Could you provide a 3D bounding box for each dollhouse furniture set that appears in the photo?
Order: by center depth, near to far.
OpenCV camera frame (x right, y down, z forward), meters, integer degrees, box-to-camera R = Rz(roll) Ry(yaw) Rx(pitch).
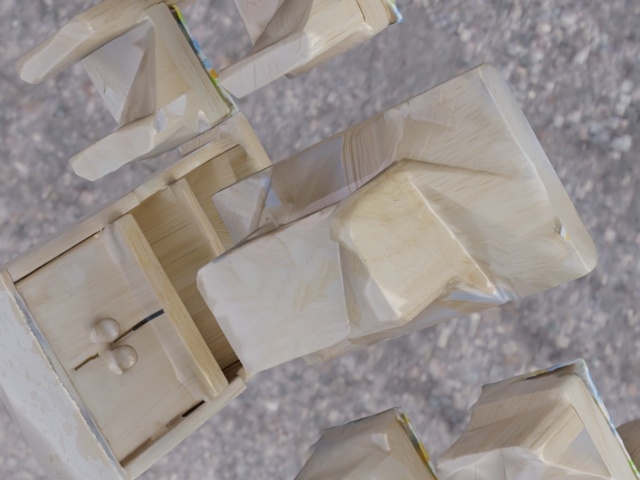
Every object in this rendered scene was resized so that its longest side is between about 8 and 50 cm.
[{"bbox_3d":[0.000,0.000,0.924,0.394,0.256,0.362,-22,101,45],"label":"dollhouse furniture set"}]
